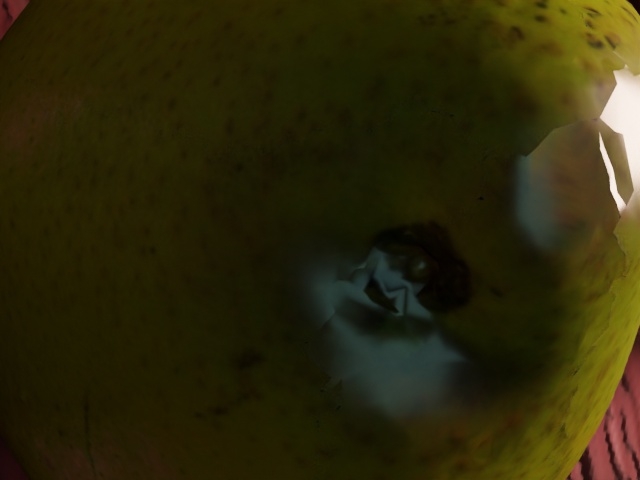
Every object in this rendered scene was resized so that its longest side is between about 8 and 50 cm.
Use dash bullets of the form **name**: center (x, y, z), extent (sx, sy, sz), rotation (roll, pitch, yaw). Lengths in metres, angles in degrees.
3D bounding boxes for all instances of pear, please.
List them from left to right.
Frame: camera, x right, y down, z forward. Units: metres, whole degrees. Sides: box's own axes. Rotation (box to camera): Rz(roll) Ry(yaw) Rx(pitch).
- **pear**: center (0.000, 0.000, 0.458), extent (0.187, 0.219, 0.188), rotation (-2, 95, -27)
